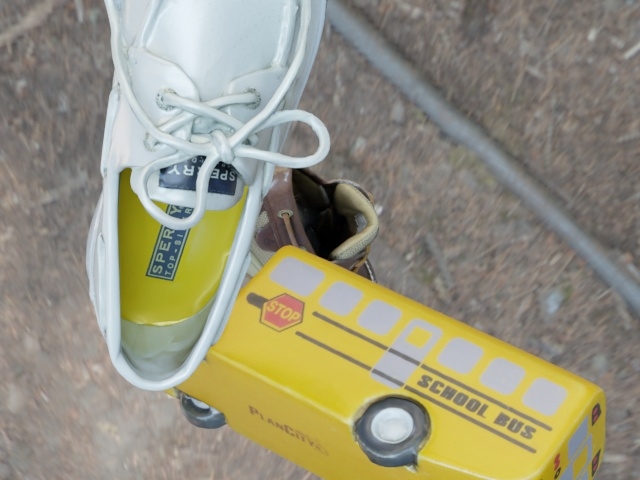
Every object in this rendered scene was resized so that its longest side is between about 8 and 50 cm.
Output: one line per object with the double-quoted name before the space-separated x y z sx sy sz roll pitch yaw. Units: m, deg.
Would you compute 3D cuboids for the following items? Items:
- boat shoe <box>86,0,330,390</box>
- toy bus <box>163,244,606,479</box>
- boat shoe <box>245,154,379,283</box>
"boat shoe" -0.073 -0.061 0.922 0.136 0.367 0.156 10 32 -16
"toy bus" 0.026 0.105 1.117 0.332 0.108 0.130 24 58 27
"boat shoe" 0.000 0.000 1.504 0.123 0.342 0.123 -9 63 22
